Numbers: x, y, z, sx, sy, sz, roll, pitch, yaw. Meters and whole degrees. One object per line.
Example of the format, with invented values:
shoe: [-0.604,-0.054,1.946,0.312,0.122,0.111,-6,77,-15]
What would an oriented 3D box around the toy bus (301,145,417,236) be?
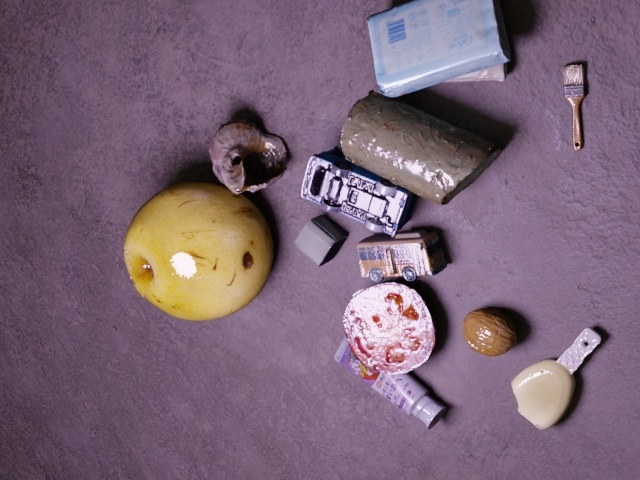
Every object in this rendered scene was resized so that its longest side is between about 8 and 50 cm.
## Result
toy bus: [0.089,-0.112,1.948,0.234,0.133,0.116,24,118,17]

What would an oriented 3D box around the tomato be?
tomato: [0.167,0.192,2.019,0.225,0.085,0.225,4,99,23]

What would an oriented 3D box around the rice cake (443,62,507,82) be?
rice cake: [0.259,-0.352,1.825,0.256,0.052,0.057,4,103,29]

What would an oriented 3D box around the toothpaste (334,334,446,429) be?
toothpaste: [0.158,0.323,2.082,0.299,0.073,0.114,37,119,25]

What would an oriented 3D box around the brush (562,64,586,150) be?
brush: [0.499,-0.259,1.736,0.043,0.014,0.170,2,106,32]

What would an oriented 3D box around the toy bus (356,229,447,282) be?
toy bus: [0.180,0.031,1.964,0.182,0.091,0.103,-4,103,33]

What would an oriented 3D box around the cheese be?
cheese: [0.501,0.280,1.875,0.127,0.050,0.255,39,118,17]

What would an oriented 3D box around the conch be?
conch: [-0.166,-0.181,2.049,0.178,0.245,0.163,-11,125,6]

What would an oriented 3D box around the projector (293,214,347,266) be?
projector: [0.000,0.000,2.062,0.082,0.083,0.083,41,121,14]

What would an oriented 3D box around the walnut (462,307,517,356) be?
walnut: [0.361,0.194,1.903,0.124,0.105,0.105,31,118,23]

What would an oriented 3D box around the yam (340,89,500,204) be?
yam: [0.204,-0.185,1.843,0.304,0.168,0.168,29,117,21]

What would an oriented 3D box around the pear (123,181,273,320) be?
pear: [-0.289,0.026,2.106,0.348,0.348,0.348,9,109,28]

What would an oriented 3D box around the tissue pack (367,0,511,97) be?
tissue pack: [0.235,-0.402,1.771,0.263,0.089,0.177,-14,76,25]
